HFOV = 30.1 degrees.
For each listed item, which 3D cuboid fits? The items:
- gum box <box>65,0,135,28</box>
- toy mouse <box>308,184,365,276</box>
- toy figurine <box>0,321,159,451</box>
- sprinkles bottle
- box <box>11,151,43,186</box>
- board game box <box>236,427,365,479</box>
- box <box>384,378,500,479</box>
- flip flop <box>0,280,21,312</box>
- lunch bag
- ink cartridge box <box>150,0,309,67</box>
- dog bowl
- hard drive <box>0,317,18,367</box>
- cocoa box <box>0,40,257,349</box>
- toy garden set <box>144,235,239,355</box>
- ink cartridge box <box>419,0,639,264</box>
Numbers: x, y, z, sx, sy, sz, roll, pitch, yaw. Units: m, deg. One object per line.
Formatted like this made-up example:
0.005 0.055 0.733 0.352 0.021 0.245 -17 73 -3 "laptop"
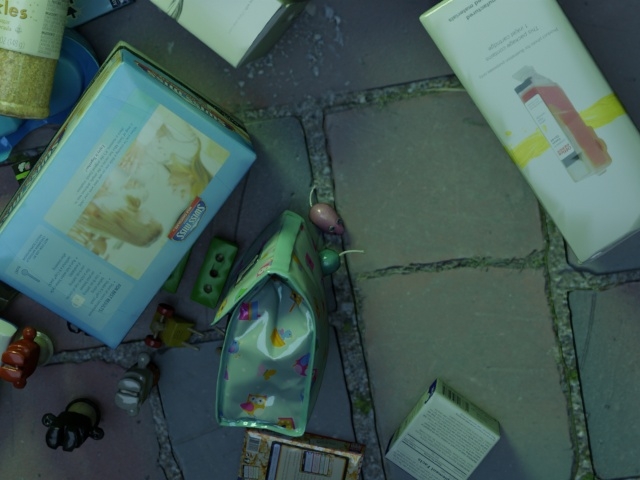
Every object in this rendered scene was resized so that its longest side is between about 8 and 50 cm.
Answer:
-0.394 -0.395 1.784 0.184 0.041 0.157 -20 99 11 "gum box"
0.000 0.000 1.803 0.143 0.031 0.161 17 82 1 "toy mouse"
-0.372 0.203 1.869 0.209 0.148 0.213 -34 94 8 "toy figurine"
-0.401 -0.349 1.636 0.121 0.121 0.355 13 99 5 "sprinkles bottle"
-0.425 -0.106 1.848 0.083 0.052 0.062 -20 99 10 "box"
-0.036 0.382 1.908 0.194 0.045 0.146 12 104 5 "board game box"
0.190 0.309 1.847 0.126 0.072 0.137 36 104 -1 "box"
-0.475 0.039 1.881 0.277 0.080 0.112 -33 101 29 "flip flop"
-0.066 0.111 1.698 0.160 0.223 0.262 6 114 4 "lunch bag"
-0.173 -0.378 1.672 0.283 0.207 0.117 39 106 -2 "ink cartridge box"
-0.463 -0.225 1.794 0.297 0.074 0.166 -21 121 12 "dog bowl"
-0.633 0.227 1.921 0.210 0.040 0.318 25 116 -2 "hard drive"
-0.285 -0.069 1.681 0.231 0.228 0.347 35 98 -16 "cocoa box"
-0.148 0.102 1.862 0.244 0.049 0.203 22 103 2 "toy garden set"
0.308 -0.190 1.614 0.160 0.279 0.384 -32 97 12 "ink cartridge box"
